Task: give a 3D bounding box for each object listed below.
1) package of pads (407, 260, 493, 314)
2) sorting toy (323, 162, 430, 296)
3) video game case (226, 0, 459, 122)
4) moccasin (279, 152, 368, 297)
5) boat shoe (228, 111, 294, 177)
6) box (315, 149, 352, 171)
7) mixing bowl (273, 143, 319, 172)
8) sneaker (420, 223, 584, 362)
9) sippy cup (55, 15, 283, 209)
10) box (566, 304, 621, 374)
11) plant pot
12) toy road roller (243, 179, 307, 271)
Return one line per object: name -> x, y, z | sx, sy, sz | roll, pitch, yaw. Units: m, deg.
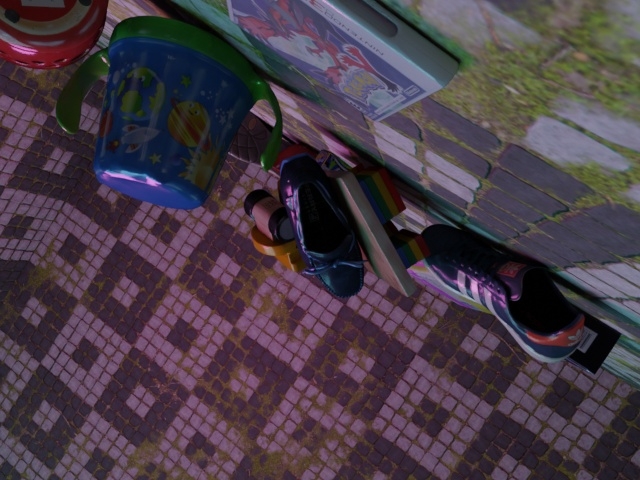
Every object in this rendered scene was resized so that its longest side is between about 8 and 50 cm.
package of pads -> 0.353, 0.087, 1.177 | 0.229, 0.101, 0.296 | 32, 172, -17
sorting toy -> 0.108, -0.043, 1.006 | 0.257, 0.089, 0.255 | 59, 174, -14
video game case -> 0.001, -0.167, 0.408 | 0.184, 0.023, 0.201 | 33, -177, -9
moccasin -> 0.000, 0.000, 0.968 | 0.342, 0.138, 0.116 | 60, -175, -33
boat shoe -> -0.191, -0.279, 1.429 | 0.355, 0.132, 0.130 | 33, -178, -21
box -> 0.061, -0.149, 1.193 | 0.169, 0.054, 0.059 | 32, -178, -29
mixing bowl -> -0.041, -0.195, 1.327 | 0.182, 0.098, 0.181 | 33, -178, -1
sneaker -> 0.327, 0.063, 0.906 | 0.350, 0.131, 0.148 | 40, 164, 26
sippy cup -> -0.232, -0.174, 0.758 | 0.306, 0.223, 0.240 | 2, 165, 40
box -> 0.571, 0.214, 1.154 | 0.153, 0.108, 0.207 | 33, -178, 18
plant pot -> -0.377, -0.327, 0.640 | 0.191, 0.191, 0.174 | 32, 178, -30
toy road roller -> -0.058, -0.058, 1.519 | 0.202, 0.330, 0.240 | 36, 146, 44
